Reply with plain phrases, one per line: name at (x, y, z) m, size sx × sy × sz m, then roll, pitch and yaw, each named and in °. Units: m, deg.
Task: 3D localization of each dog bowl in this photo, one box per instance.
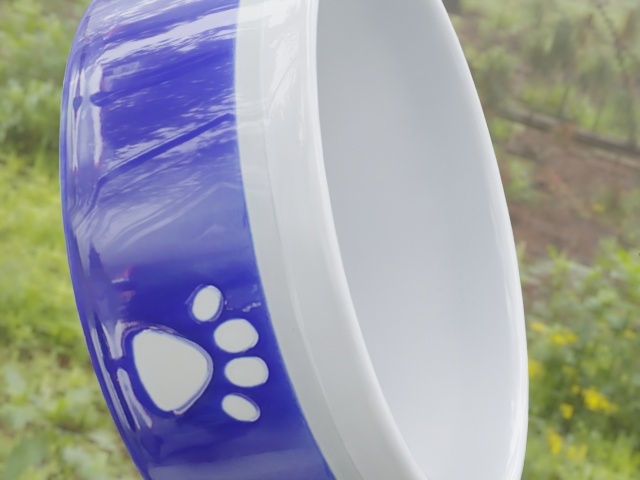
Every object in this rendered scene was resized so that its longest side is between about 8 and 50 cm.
dog bowl at (0.000, 0.000, 0.713) m, size 0.104 × 0.264 × 0.265 m, roll -12°, pitch -4°, yaw 20°

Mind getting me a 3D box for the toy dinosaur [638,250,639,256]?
toy dinosaur at (0.361, 0.016, 1.135) m, size 0.296 × 0.127 × 0.200 m, roll 25°, pitch -5°, yaw 22°
